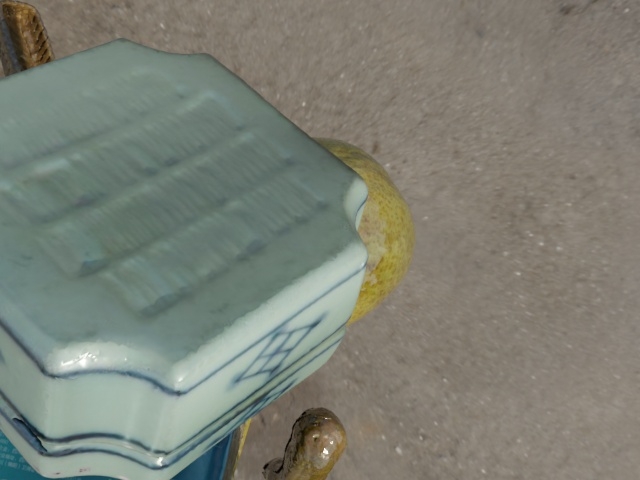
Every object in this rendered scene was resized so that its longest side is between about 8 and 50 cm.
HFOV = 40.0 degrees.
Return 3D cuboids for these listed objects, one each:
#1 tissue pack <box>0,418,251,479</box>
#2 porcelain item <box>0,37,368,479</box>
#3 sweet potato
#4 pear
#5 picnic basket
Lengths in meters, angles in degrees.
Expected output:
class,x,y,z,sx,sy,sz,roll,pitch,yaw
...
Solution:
class,x,y,z,sx,sy,sz,roll,pitch,yaw
tissue pack,-0.219,0.222,0.924,0.270,0.134,0.192,12,70,8
porcelain item,-0.132,0.008,0.623,0.281,0.157,0.285,40,48,19
sweet potato,-0.024,0.271,1.060,0.062,0.233,0.081,10,55,-15
pear,0.000,0.000,0.987,0.211,0.188,0.229,8,98,-29
picnic basket,-0.544,-0.341,1.617,0.054,0.110,0.194,-21,86,27
